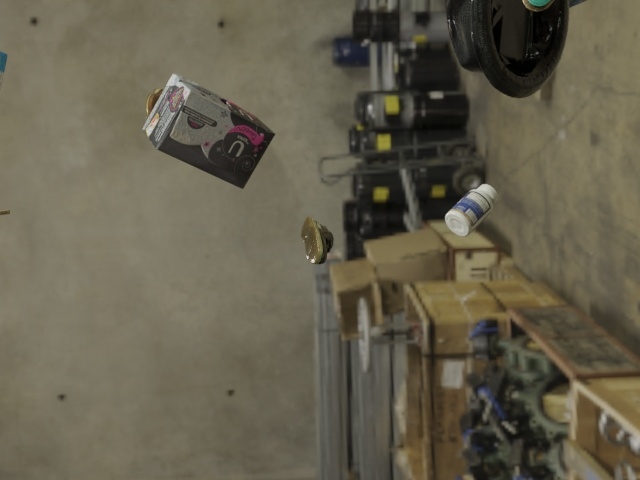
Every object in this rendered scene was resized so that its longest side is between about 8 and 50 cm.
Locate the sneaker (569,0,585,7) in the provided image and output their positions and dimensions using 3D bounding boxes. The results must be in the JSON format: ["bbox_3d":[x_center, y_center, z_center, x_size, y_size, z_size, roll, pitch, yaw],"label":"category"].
[{"bbox_3d":[0.517,-0.585,2.307,0.147,0.330,0.130,33,-129,-67],"label":"sneaker"}]

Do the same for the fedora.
[{"bbox_3d":[0.345,-0.442,1.845,0.152,0.334,0.334,6,100,48],"label":"fedora"}]

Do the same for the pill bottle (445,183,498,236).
[{"bbox_3d":[0.330,-0.068,2.053,0.120,0.067,0.067,-42,-27,-27],"label":"pill bottle"}]

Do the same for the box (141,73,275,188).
[{"bbox_3d":[-0.260,-0.254,2.221,0.163,0.247,0.142,-58,35,11],"label":"box"}]

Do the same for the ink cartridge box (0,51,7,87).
[{"bbox_3d":[-0.558,-0.222,1.470,0.060,0.104,0.180,-22,57,45],"label":"ink cartridge box"}]

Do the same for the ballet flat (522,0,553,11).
[{"bbox_3d":[0.364,-0.463,1.571,0.067,0.073,0.206,146,141,-73],"label":"ballet flat"}]

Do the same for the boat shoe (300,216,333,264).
[{"bbox_3d":[0.000,0.000,1.685,0.152,0.049,0.056,-106,34,-63],"label":"boat shoe"}]

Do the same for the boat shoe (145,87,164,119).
[{"bbox_3d":[-0.386,-0.331,2.316,0.178,0.060,0.064,-80,-11,-64],"label":"boat shoe"}]

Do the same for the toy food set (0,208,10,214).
[{"bbox_3d":[-0.567,-0.064,1.433,0.192,0.132,0.039,10,105,42],"label":"toy food set"}]
